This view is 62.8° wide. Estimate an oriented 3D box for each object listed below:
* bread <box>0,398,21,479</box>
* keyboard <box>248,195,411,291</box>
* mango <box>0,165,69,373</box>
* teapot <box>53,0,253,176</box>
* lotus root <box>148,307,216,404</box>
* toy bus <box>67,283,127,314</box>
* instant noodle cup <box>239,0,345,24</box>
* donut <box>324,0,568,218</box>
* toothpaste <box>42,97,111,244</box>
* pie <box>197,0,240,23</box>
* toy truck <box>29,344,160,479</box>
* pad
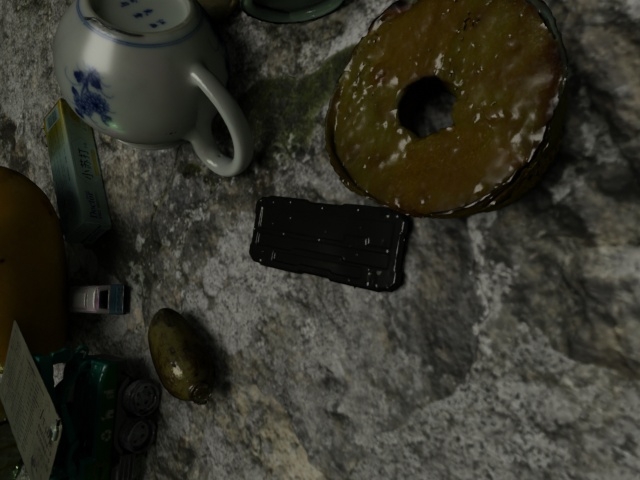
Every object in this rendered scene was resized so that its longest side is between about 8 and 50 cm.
[{"bbox_3d":[-0.842,0.470,1.181,0.264,0.239,0.395,41,110,34],"label":"bread"},{"bbox_3d":[0.000,0.000,0.701,0.262,0.016,0.106,9,91,40],"label":"keyboard"},{"bbox_3d":[-0.596,0.070,0.988,0.300,0.232,0.445,-126,32,-47],"label":"mango"},{"bbox_3d":[-0.270,-0.246,0.821,0.424,0.252,0.280,37,145,13],"label":"teapot"},{"bbox_3d":[-0.218,0.178,0.809,0.081,0.089,0.179,-30,53,-15],"label":"lotus root"},{"bbox_3d":[-0.427,0.111,0.994,0.123,0.075,0.060,-4,83,38],"label":"toy bus"},{"bbox_3d":[-0.045,-0.427,0.692,0.207,0.207,0.232,-8,88,38],"label":"instant noodle cup"},{"bbox_3d":[0.133,-0.137,0.561,0.272,0.107,0.272,-11,73,39],"label":"donut"},{"bbox_3d":[-0.513,-0.147,1.097,0.089,0.071,0.312,-32,66,29],"label":"toothpaste"},{"bbox_3d":[-0.224,-0.500,0.895,0.315,0.092,0.315,-7,80,40],"label":"pie"},{"bbox_3d":[-0.399,0.356,0.883,0.177,0.178,0.363,1,88,39],"label":"toy truck"},{"bbox_3d":[-0.461,0.261,0.818,0.265,0.009,0.159,37,113,39],"label":"pad"}]
